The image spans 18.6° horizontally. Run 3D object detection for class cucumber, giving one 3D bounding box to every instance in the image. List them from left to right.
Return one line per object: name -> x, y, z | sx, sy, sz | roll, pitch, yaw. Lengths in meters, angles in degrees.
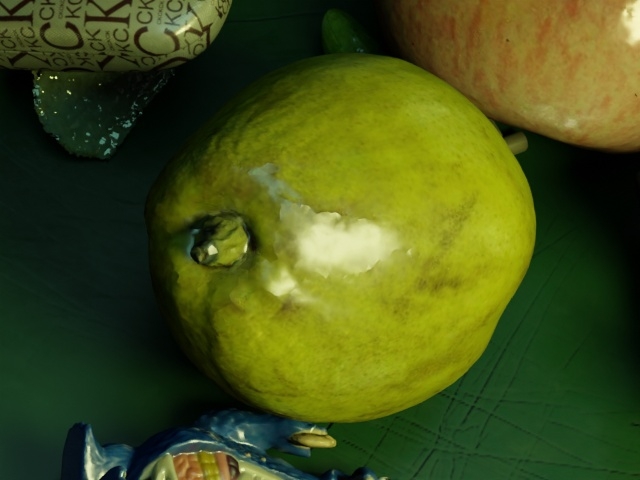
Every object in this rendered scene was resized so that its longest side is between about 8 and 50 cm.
cucumber -> 0.079, -0.106, 1.697 | 0.056, 0.056, 0.250 | -37, 73, -22

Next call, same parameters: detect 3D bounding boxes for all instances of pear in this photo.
pear -> 0.000, 0.000, 1.484 | 0.287, 0.375, 0.287 | 2, 93, 28

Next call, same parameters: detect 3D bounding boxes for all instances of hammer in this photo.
hammer -> 0.143, -0.119, 1.737 | 0.035, 0.019, 0.110 | -20, 65, -17

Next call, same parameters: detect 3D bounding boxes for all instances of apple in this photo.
apple -> 0.198, -0.204, 1.625 | 0.345, 0.345, 0.269 | 23, 75, 2

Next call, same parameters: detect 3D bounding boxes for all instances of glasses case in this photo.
glasses case -> -0.243, -0.211, 1.628 | 0.355, 0.085, 0.137 | 6, 57, 18

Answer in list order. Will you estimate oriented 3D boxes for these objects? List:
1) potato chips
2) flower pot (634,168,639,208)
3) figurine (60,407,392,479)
potato chips -> -0.181, -0.184, 1.687 | 0.167, 0.059, 0.228 | -9, 67, -4
flower pot -> 0.400, 0.017, 1.574 | 0.251, 0.379, 0.379 | -18, 68, 7
figurine -> -0.069, 0.205, 1.505 | 0.262, 0.120, 0.164 | 11, 28, -13
